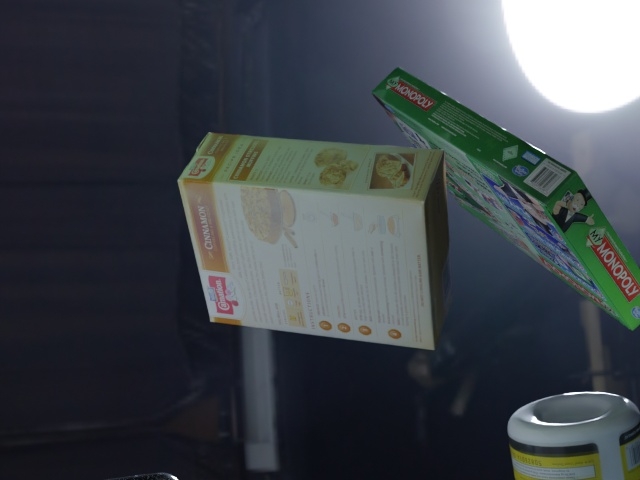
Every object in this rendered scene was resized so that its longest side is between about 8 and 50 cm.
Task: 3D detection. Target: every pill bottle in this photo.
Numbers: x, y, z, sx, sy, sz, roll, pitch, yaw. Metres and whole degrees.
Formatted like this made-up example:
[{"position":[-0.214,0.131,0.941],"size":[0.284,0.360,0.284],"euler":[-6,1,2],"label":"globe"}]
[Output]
[{"position":[0.209,0.219,0.902],"size":[0.103,0.103,0.184],"euler":[-172,-109,-68],"label":"pill bottle"}]

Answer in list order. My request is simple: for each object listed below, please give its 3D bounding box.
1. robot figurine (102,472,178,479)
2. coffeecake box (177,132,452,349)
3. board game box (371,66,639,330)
[{"position":[-0.148,0.328,0.977],"size":[0.278,0.173,0.209],"euler":[-13,-142,44],"label":"robot figurine"},{"position":[0.000,0.000,0.873],"size":[0.068,0.186,0.142],"euler":[-65,155,-47],"label":"coffeecake box"},{"position":[0.197,-0.051,1.207],"size":[0.046,0.213,0.317],"euler":[-45,-141,-1],"label":"board game box"}]
